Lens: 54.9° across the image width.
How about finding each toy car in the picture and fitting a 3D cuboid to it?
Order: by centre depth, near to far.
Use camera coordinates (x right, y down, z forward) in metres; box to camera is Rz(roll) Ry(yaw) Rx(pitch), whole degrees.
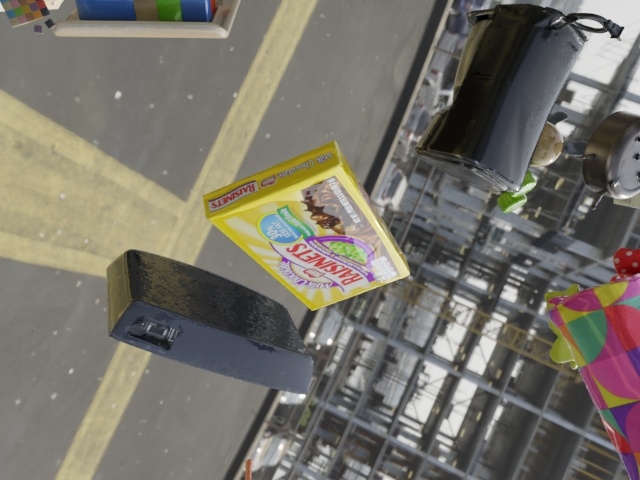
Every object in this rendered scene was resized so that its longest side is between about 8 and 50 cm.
[{"bbox_3d":[0.396,-0.170,1.155,0.189,0.155,0.149,-25,161,-3],"label":"toy car"}]

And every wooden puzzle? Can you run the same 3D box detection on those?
[{"bbox_3d":[-0.372,-0.298,0.772,0.049,0.083,0.006,-25,-166,-14],"label":"wooden puzzle"},{"bbox_3d":[-0.330,-0.493,1.247,0.347,0.323,0.080,-88,178,-55],"label":"wooden puzzle"}]

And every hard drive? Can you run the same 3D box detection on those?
[{"bbox_3d":[-0.132,0.096,0.759,0.054,0.255,0.172,-58,-151,13],"label":"hard drive"}]

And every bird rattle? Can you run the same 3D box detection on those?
[{"bbox_3d":[0.501,0.115,1.016,0.253,0.207,0.143,-41,-157,32],"label":"bird rattle"}]

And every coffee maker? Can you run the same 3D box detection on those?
[{"bbox_3d":[0.196,-0.151,0.661,0.171,0.120,0.178,-154,-94,-77],"label":"coffee maker"}]

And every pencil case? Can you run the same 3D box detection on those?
[{"bbox_3d":[0.299,0.143,0.561,0.105,0.236,0.104,-18,161,-6],"label":"pencil case"}]

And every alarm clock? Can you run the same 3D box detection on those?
[{"bbox_3d":[0.477,-0.140,0.940,0.192,0.064,0.129,-41,128,-14],"label":"alarm clock"}]

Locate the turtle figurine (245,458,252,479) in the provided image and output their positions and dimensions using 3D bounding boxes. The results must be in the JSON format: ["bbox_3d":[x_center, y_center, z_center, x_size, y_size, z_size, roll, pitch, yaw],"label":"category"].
[{"bbox_3d":[-0.003,0.433,0.892,0.087,0.269,0.217,-44,135,5],"label":"turtle figurine"}]

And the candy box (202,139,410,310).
[{"bbox_3d":[0.000,0.000,0.507,0.206,0.105,0.027,49,25,-57],"label":"candy box"}]

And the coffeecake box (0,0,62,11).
[{"bbox_3d":[-0.617,-0.527,1.199,0.186,0.142,0.068,-21,-175,-39],"label":"coffeecake box"}]

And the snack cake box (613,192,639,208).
[{"bbox_3d":[0.663,-0.124,1.104,0.264,0.089,0.152,-149,-126,-65],"label":"snack cake box"}]
